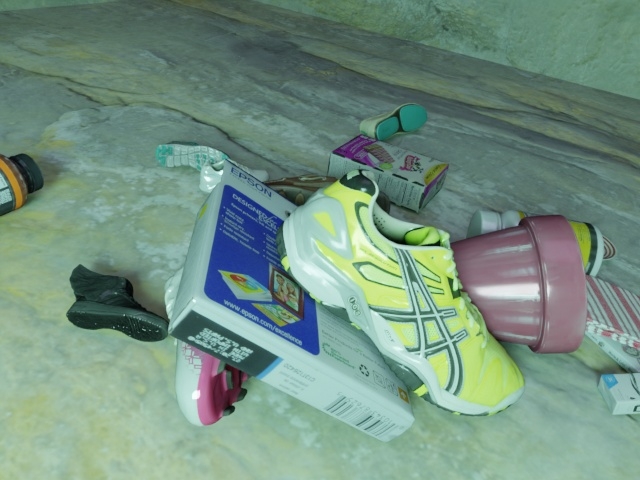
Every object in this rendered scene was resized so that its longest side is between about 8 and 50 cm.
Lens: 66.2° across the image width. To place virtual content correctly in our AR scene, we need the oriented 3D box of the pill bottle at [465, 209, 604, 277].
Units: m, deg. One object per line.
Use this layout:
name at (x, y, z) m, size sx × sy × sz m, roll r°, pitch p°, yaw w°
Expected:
pill bottle at (0.377, 0.010, 0.885) m, size 0.208 × 0.119 × 0.119 m, roll 10°, pitch 34°, yaw 2°

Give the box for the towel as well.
towel at (0.461, 0.113, 0.780) m, size 0.196 × 0.029 × 0.144 m, roll 21°, pitch 34°, yaw -6°

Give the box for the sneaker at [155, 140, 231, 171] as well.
sneaker at (-0.274, -0.194, 1.088) m, size 0.166 × 0.065 × 0.076 m, roll 12°, pitch 30°, yaw 2°

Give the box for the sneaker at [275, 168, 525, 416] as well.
sneaker at (0.127, 0.074, 0.604) m, size 0.384 × 0.147 × 0.145 m, roll 39°, pitch 24°, yaw -13°

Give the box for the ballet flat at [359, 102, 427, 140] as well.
ballet flat at (0.204, -0.337, 1.396) m, size 0.248 × 0.086 × 0.086 m, roll -25°, pitch 47°, yaw -38°

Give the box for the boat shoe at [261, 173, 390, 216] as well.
boat shoe at (-0.030, -0.064, 0.914) m, size 0.324 × 0.123 × 0.116 m, roll 1°, pitch 30°, yaw -28°

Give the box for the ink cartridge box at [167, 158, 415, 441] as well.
ink cartridge box at (-0.028, 0.063, 0.638) m, size 0.303 × 0.072 × 0.307 m, roll 33°, pitch 24°, yaw -23°

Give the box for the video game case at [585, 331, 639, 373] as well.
video game case at (0.520, 0.167, 0.777) m, size 0.157 × 0.019 × 0.143 m, roll -8°, pitch 37°, yaw -22°

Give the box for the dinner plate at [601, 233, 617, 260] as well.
dinner plate at (0.540, 0.003, 1.023) m, size 0.141 × 0.017 × 0.141 m, roll 6°, pitch 35°, yaw -4°

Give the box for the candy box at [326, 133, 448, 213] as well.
candy box at (0.154, -0.160, 1.125) m, size 0.233 × 0.071 × 0.159 m, roll 24°, pitch 36°, yaw 20°

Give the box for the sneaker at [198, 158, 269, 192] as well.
sneaker at (-0.177, -0.138, 1.027) m, size 0.152 × 0.061 × 0.054 m, roll -9°, pitch 36°, yaw -26°

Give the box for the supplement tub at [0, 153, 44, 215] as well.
supplement tub at (-0.571, -0.081, 0.816) m, size 0.106 × 0.106 × 0.198 m, roll 23°, pitch 36°, yaw 20°

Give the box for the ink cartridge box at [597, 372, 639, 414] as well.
ink cartridge box at (0.435, 0.209, 0.673) m, size 0.083 × 0.028 × 0.048 m, roll -4°, pitch 35°, yaw 4°

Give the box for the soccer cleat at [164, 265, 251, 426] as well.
soccer cleat at (-0.153, 0.105, 0.650) m, size 0.143 × 0.116 × 0.331 m, roll 0°, pitch 29°, yaw 5°

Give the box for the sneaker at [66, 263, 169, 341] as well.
sneaker at (-0.280, 0.084, 0.687) m, size 0.170 × 0.051 × 0.089 m, roll 8°, pitch 39°, yaw 5°

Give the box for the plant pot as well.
plant pot at (0.268, 0.067, 0.730) m, size 0.180 × 0.202 × 0.201 m, roll -4°, pitch 33°, yaw 10°
